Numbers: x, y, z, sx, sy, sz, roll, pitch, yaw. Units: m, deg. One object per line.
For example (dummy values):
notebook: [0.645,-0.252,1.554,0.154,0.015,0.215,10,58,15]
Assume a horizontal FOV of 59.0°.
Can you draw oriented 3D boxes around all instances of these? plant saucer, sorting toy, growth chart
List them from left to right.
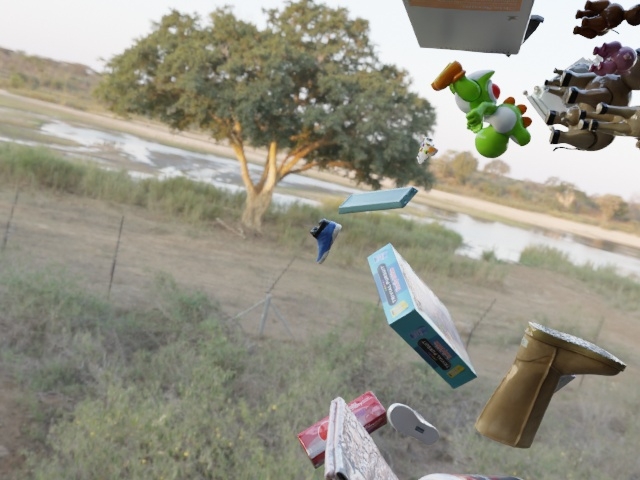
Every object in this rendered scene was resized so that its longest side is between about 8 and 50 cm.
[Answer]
plant saucer: [0.119,-0.087,1.224,0.192,0.018,0.067,-1,36,48]
sorting toy: [0.339,-0.289,1.839,0.045,0.075,0.083,21,30,-16]
growth chart: [0.706,-0.410,1.565,0.237,0.171,0.021,-31,-17,25]

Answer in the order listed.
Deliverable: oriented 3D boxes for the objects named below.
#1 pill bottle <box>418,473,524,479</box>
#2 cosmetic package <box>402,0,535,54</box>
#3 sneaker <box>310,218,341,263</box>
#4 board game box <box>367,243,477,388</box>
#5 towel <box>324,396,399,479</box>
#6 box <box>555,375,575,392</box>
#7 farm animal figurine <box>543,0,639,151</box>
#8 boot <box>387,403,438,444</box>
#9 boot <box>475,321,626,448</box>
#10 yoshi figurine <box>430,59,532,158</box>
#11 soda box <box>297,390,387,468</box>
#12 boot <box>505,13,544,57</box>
pill bottle: [0.312,0.519,1.027,0.319,0.176,0.176,19,5,-36]
cosmetic package: [0.283,-0.485,1.052,0.230,0.161,0.453,9,7,15]
sneaker: [0.000,0.000,1.839,0.085,0.152,0.058,25,25,-1]
board game box: [0.267,0.201,1.491,0.336,0.079,0.253,45,19,-33]
towel: [0.119,0.618,1.470,0.054,0.331,0.317,-29,12,12]
box: [0.715,0.415,1.811,0.072,0.126,0.137,32,22,-30]
farm animal figurine: [0.562,-0.276,1.083,0.173,0.330,0.326,8,-25,4]
boot: [0.230,0.482,1.520,0.190,0.069,0.086,42,-8,-26]
boot: [0.500,0.335,1.243,0.236,0.269,0.089,21,11,4]
yoshi figurine: [0.502,-0.398,1.821,0.362,0.203,0.203,39,-28,-4]
soda box: [0.069,0.566,1.699,0.263,0.083,0.092,-29,49,-14]
boot: [0.429,-0.557,1.518,0.229,0.091,0.263,26,-25,-17]
